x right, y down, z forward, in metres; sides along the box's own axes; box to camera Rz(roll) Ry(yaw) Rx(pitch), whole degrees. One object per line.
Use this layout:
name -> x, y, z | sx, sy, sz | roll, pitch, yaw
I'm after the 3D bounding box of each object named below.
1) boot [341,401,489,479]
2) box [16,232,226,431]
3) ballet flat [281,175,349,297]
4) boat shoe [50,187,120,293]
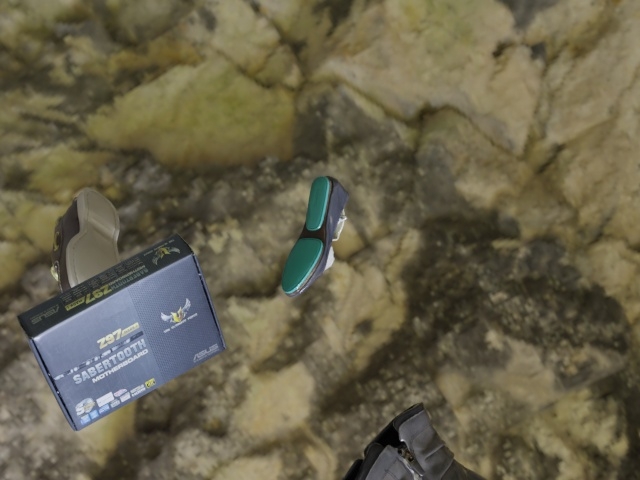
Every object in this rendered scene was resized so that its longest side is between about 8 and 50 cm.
boot -> 0.088, 0.352, 1.283 | 0.118, 0.222, 0.338 | -40, -169, 42
box -> -0.250, 0.119, 1.535 | 0.232, 0.183, 0.059 | -28, -137, -17
ballet flat -> 0.000, 0.000, 1.861 | 0.074, 0.074, 0.203 | 4, -108, 44
boat shoe -> -0.427, 0.028, 2.128 | 0.096, 0.116, 0.324 | -40, -149, 19
